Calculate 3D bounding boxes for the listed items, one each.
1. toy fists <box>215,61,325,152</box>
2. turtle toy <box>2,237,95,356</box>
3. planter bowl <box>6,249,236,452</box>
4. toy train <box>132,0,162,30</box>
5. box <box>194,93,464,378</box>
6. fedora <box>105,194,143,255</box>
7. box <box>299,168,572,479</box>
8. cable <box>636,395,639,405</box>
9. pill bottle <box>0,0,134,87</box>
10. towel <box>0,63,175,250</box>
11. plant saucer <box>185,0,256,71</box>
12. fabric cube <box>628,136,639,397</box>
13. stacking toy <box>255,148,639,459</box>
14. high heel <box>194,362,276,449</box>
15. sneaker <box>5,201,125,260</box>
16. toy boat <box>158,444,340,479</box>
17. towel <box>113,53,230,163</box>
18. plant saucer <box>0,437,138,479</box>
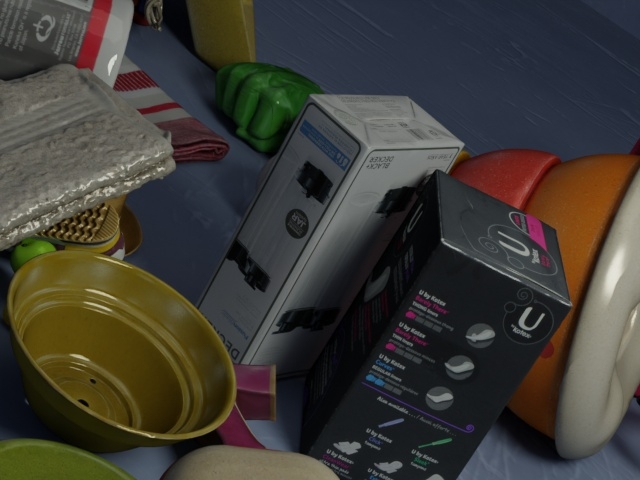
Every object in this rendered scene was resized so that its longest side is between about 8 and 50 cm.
[{"bbox_3d":[-0.019,-0.132,2.226,0.279,0.096,0.142,41,15,25],"label":"toy fists"},{"bbox_3d":[-0.239,0.052,1.632,0.130,0.066,0.095,41,25,21],"label":"turtle toy"},{"bbox_3d":[-0.187,0.115,1.529,0.217,0.090,0.217,25,31,-17],"label":"planter bowl"},{"bbox_3d":[-0.271,-0.348,2.352,0.143,0.105,0.248,15,26,-10],"label":"toy train"},{"bbox_3d":[0.000,0.000,1.741,0.087,0.290,0.169,42,28,27],"label":"box"},{"bbox_3d":[-0.258,-0.059,1.814,0.194,0.079,0.194,26,24,-13],"label":"fedora"},{"bbox_3d":[0.105,0.098,1.693,0.143,0.270,0.165,26,25,-11],"label":"box"},{"bbox_3d":[0.417,0.226,2.010,0.184,0.047,0.150,48,26,-23],"label":"cable"},{"bbox_3d":[-0.369,-0.221,1.864,0.318,0.176,0.176,18,26,-12],"label":"pill bottle"},{"bbox_3d":[-0.293,-0.075,1.683,0.282,0.049,0.187,-28,49,-31],"label":"towel"},{"bbox_3d":[-0.151,-0.407,2.423,0.081,0.333,0.333,-8,28,2],"label":"plant saucer"},{"bbox_3d":[0.471,0.055,2.232,0.258,0.254,0.259,26,24,-11],"label":"fabric cube"},{"bbox_3d":[0.144,0.014,1.984,0.480,0.350,0.350,17,19,18],"label":"stacking toy"},{"bbox_3d":[-0.099,0.186,1.555,0.117,0.082,0.244,0,41,0],"label":"high heel"},{"bbox_3d":[-0.279,-0.001,1.707,0.185,0.084,0.069,11,50,11],"label":"sneaker"},{"bbox_3d":[-0.060,0.275,1.324,0.151,0.151,0.231,8,58,-6],"label":"toy boat"},{"bbox_3d":[-0.283,-0.198,2.112,0.329,0.037,0.237,42,25,24],"label":"towel"},{"bbox_3d":[-0.193,0.228,1.379,0.241,0.037,0.241,26,25,-13],"label":"plant saucer"}]
